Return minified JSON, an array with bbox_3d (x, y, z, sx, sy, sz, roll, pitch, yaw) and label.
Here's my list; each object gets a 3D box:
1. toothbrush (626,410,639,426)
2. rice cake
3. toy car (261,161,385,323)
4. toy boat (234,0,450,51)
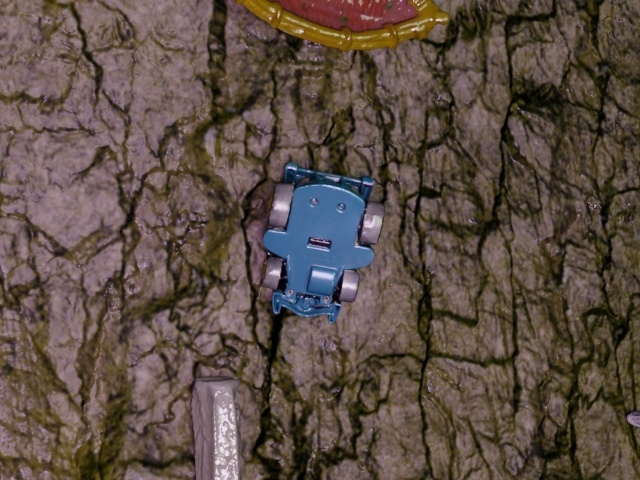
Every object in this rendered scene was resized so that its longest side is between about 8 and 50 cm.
[{"bbox_3d":[0.513,0.247,2.020,0.288,0.024,0.021,12,82,-28],"label":"toothbrush"},{"bbox_3d":[-0.102,0.273,1.674,0.057,0.052,0.256,-4,92,-58],"label":"rice cake"},{"bbox_3d":[0.000,0.000,1.720,0.126,0.098,0.161,10,115,-2],"label":"toy car"},{"bbox_3d":[-0.008,-0.289,1.701,0.318,0.099,0.141,20,84,-30],"label":"toy boat"}]
